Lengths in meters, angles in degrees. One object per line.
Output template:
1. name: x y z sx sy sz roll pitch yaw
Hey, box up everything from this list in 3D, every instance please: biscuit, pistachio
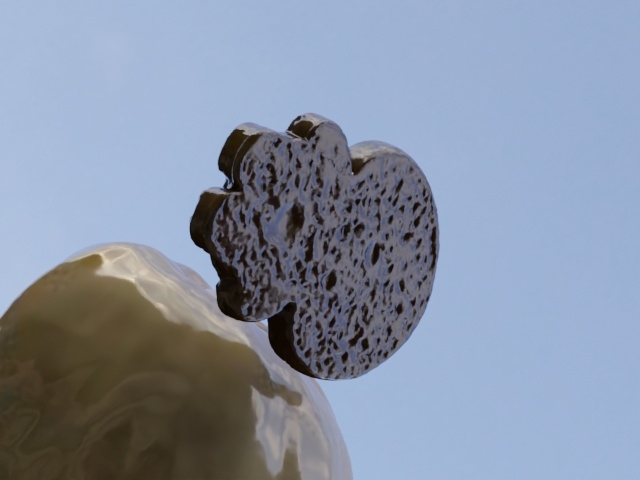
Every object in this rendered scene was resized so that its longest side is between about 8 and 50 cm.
1. biscuit: 0.000 0.000 0.879 0.026 0.175 0.124 18 -101 41
2. pistachio: -0.093 0.146 0.972 0.229 0.230 0.309 15 -68 28
